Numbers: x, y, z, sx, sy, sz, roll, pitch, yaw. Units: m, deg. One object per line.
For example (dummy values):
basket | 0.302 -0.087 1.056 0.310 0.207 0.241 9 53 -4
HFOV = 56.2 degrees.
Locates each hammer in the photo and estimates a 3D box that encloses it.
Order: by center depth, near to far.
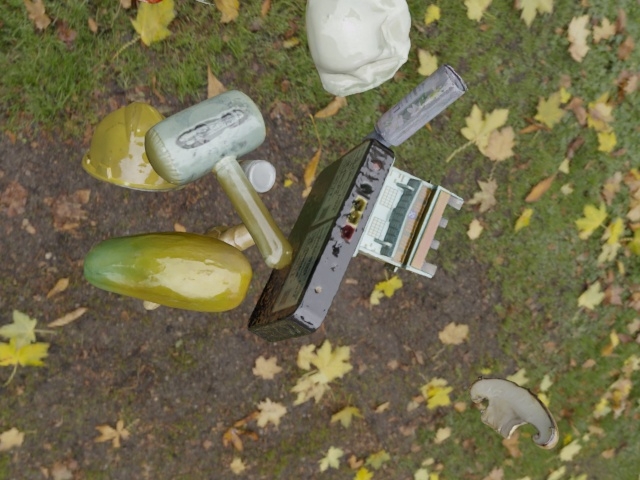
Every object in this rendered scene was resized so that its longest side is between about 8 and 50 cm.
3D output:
hammer | -0.133 -0.087 0.974 0.202 0.113 0.305 -32 85 -21

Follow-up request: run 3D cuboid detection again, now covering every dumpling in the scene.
dumpling | 0.064 -0.371 1.030 0.179 0.131 0.252 -2 128 14

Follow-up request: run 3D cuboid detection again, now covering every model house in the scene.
model house | 0.144 -0.046 1.274 0.215 0.198 0.224 23 88 -14

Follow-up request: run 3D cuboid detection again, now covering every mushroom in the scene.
mushroom | 0.171 0.152 0.536 0.019 0.101 0.049 39 86 -31

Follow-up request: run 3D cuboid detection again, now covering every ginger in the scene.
ginger | -0.258 0.039 1.331 0.333 0.148 0.081 -37 124 -13

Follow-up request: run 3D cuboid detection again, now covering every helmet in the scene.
helmet | -0.356 -0.199 1.179 0.205 0.257 0.140 2 116 -29

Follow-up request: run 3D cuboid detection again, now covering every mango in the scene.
mango | -0.180 0.035 0.717 0.194 0.130 0.092 4 100 -16

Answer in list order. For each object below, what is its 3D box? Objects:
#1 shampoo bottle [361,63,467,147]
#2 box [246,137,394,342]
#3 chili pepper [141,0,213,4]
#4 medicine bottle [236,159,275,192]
shampoo bottle | 0.168 -0.238 1.124 0.072 0.072 0.214 32 127 -31
box | 0.000 0.000 1.000 0.058 0.211 0.350 33 65 -17
chili pepper | -0.224 -0.354 0.776 0.192 0.086 0.084 23 78 -29
medicine bottle | -0.127 -0.114 1.057 0.057 0.089 0.057 -6 100 -40
